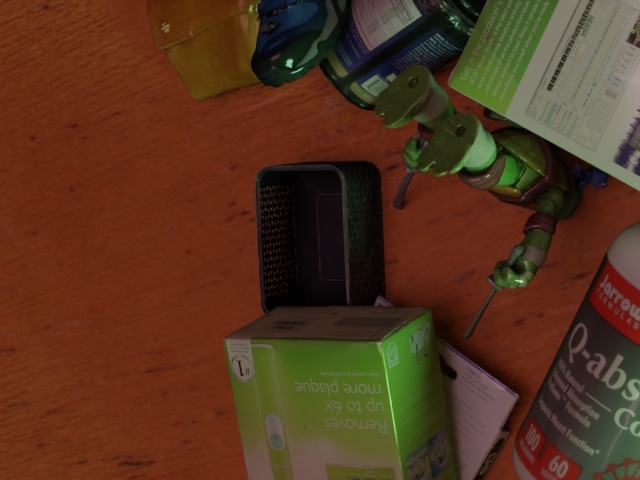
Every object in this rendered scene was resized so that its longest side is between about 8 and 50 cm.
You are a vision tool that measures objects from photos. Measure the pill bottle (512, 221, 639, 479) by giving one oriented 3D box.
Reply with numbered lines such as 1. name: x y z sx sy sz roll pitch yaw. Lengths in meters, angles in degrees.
1. pill bottle: 0.351 0.109 1.642 0.210 0.210 0.362 31 111 25

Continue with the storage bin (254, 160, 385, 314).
1. storage bin: 0.000 0.000 1.918 0.122 0.084 0.180 0 96 31

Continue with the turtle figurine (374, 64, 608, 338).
1. turtle figurine: 0.142 -0.042 1.708 0.275 0.266 0.197 -17 58 27

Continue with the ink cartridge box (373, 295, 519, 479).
1. ink cartridge box: 0.109 0.199 1.896 0.206 0.045 0.208 36 114 22

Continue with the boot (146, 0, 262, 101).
1. boot: -0.124 -0.324 1.946 0.211 0.104 0.295 -17 91 31

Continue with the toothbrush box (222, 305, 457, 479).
1. toothbrush box: 0.028 0.222 1.833 0.206 0.122 0.283 0 107 32

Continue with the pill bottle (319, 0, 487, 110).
1. pill bottle: 0.107 -0.243 1.802 0.219 0.123 0.122 -32 79 29

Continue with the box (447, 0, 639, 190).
1. box: 0.299 -0.175 1.519 0.322 0.058 0.232 33 107 25

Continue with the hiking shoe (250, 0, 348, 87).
1. hiking shoe: -0.036 -0.306 1.801 0.113 0.132 0.304 -16 49 44
